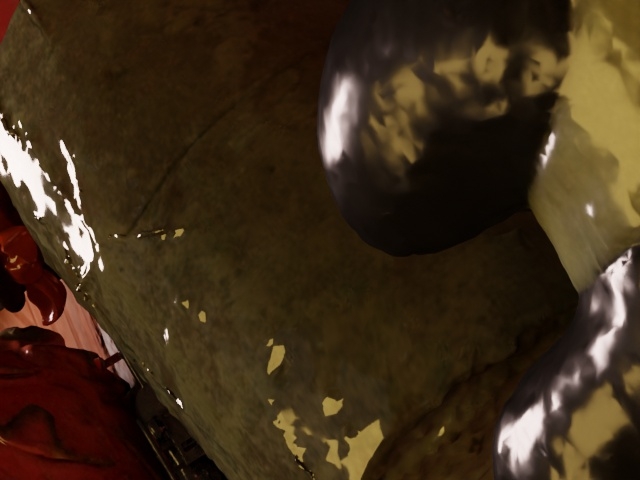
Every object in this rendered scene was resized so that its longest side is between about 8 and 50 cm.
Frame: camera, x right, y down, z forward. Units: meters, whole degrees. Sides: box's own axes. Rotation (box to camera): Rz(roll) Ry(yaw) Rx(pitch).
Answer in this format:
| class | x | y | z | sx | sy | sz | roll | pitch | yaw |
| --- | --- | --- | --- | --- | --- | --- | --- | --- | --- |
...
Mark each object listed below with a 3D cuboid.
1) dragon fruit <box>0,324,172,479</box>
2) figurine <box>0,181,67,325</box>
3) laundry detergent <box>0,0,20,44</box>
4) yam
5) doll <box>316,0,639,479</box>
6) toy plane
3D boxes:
| class | x | y | z | sx | sy | sz | roll | pitch | yaw |
| --- | --- | --- | --- | --- | --- | --- | --- | --- | --- |
| dragon fruit | -0.195 | 0.174 | 1.056 | 0.252 | 0.241 | 0.241 | -88 | -10 | -59 |
| figurine | -0.230 | -0.030 | 1.075 | 0.226 | 0.160 | 0.183 | 32 | 141 | 35 |
| laundry detergent | -0.214 | -0.201 | 0.936 | 0.335 | 0.088 | 0.159 | 64 | 154 | -1 |
| yam | 0.000 | 0.000 | 0.626 | 0.268 | 0.161 | 0.161 | 44 | 148 | 33 |
| doll | 0.107 | 0.000 | 0.435 | 0.234 | 0.143 | 0.135 | 63 | 149 | 5 |
| toy plane | -0.088 | 0.095 | 1.017 | 0.145 | 0.037 | 0.060 | 59 | 165 | 3 |
